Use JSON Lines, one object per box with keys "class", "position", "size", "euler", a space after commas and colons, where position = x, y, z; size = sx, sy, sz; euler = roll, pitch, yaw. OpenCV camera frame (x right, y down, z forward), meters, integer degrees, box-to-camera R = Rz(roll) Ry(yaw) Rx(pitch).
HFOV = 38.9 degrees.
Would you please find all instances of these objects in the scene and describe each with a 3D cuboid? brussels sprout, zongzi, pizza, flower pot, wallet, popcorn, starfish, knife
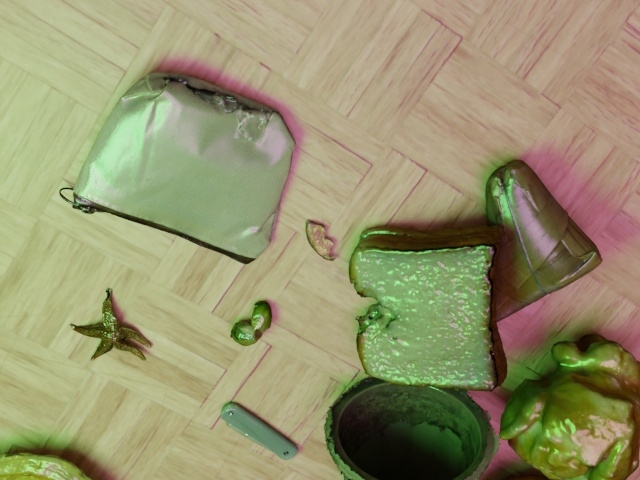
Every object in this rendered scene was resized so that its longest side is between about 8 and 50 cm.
{"class": "brussels sprout", "position": [-0.112, 0.142, 1.512], "size": [0.083, 0.046, 0.051], "euler": [-46, 68, 13]}
{"class": "zongzi", "position": [0.295, 0.013, 1.484], "size": [0.256, 0.115, 0.228], "euler": [-36, 102, 29]}
{"class": "pizza", "position": [0.000, 0.000, 1.482], "size": [0.037, 0.016, 0.083], "euler": [-29, 109, 8]}
{"class": "flower pot", "position": [0.141, 0.405, 1.544], "size": [0.290, 0.290, 0.259], "euler": [0, 124, -5]}
{"class": "wallet", "position": [-0.201, -0.111, 1.394], "size": [0.335, 0.068, 0.275], "euler": [20, 113, -20]}
{"class": "popcorn", "position": [0.443, 0.289, 1.523], "size": [0.225, 0.276, 0.276], "euler": [41, 103, -20]}
{"class": "starfish", "position": [-0.350, 0.145, 1.494], "size": [0.133, 0.041, 0.130], "euler": [-2, 111, -5]}
{"class": "knife", "position": [-0.111, 0.342, 1.609], "size": [0.162, 0.023, 0.044], "euler": [38, 102, -18]}

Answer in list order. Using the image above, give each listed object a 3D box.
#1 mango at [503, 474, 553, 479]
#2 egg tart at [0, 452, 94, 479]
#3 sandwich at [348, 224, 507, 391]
{"class": "mango", "position": [0.426, 0.533, 1.669], "size": [0.317, 0.173, 0.211], "euler": [4, 106, -21]}
{"class": "egg tart", "position": [-0.498, 0.469, 1.591], "size": [0.279, 0.095, 0.279], "euler": [0, 114, 0]}
{"class": "sandwich", "position": [0.173, 0.112, 1.469], "size": [0.249, 0.095, 0.273], "euler": [1, 115, 17]}
